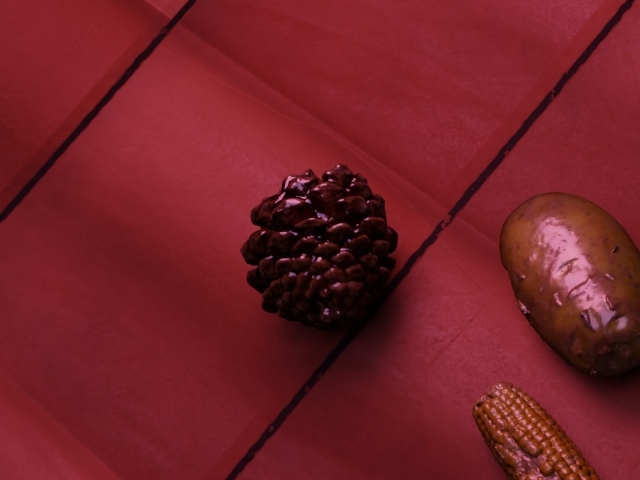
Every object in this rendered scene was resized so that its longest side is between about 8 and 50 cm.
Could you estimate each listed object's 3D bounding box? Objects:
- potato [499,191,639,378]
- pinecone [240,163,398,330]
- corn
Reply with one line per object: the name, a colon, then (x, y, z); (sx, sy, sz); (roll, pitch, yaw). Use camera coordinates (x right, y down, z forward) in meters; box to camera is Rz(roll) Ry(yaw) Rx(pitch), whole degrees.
potato: (0.292, 0.046, 1.989); (0.149, 0.113, 0.251); (-38, 52, 8)
pinecone: (0.003, 0.000, 2.063); (0.184, 0.179, 0.204); (-28, 39, 42)
corn: (0.267, 0.284, 1.900); (0.097, 0.097, 0.320); (-35, 59, 1)
